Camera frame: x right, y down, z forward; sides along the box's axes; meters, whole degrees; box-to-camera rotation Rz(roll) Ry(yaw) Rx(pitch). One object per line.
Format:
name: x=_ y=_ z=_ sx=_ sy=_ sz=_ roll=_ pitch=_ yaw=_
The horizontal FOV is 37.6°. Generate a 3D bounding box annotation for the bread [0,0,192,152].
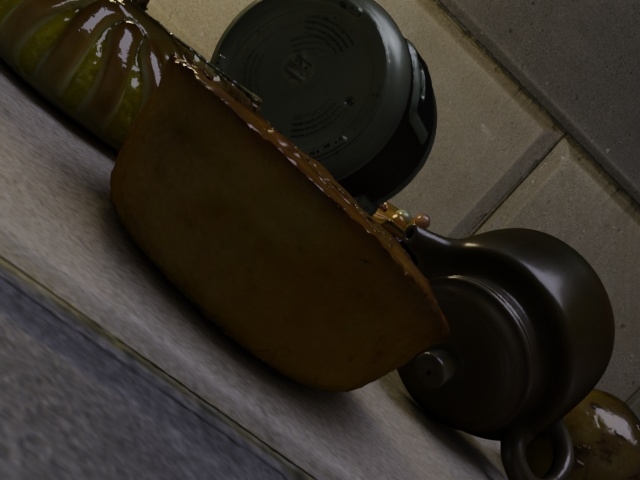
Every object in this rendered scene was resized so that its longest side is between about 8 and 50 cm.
bread: x=-0.183 y=-0.153 z=0.788 sx=0.213 sy=0.105 sz=0.213 roll=44 pitch=8 yaw=-7

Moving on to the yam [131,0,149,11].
yam: x=-0.344 y=-0.403 z=1.486 sx=0.238 sy=0.129 sz=0.128 roll=-125 pitch=-159 yaw=-64

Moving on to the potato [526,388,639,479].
potato: x=0.275 y=0.222 z=0.942 sx=0.176 sy=0.137 sz=0.137 roll=41 pitch=5 yaw=-31

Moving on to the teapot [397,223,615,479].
teapot: x=0.149 y=0.103 z=0.837 sx=0.175 sy=0.186 sz=0.267 roll=-18 pitch=82 yaw=-46

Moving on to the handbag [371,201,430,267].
handbag: x=0.160 y=-0.009 z=1.963 sx=0.283 sy=0.133 sz=0.401 roll=34 pitch=8 yaw=-21

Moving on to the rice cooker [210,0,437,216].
rice cooker: x=0.017 y=-0.206 z=1.464 sx=0.335 sy=0.335 sz=0.325 roll=44 pitch=5 yaw=18

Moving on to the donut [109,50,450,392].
donut: x=-0.028 y=-0.002 z=0.639 sx=0.277 sy=0.108 sz=0.277 roll=42 pitch=5 yaw=-4

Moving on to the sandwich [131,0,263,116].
sandwich: x=-0.225 y=-0.233 z=1.135 sx=0.249 sy=0.095 sz=0.273 roll=41 pitch=5 yaw=32
